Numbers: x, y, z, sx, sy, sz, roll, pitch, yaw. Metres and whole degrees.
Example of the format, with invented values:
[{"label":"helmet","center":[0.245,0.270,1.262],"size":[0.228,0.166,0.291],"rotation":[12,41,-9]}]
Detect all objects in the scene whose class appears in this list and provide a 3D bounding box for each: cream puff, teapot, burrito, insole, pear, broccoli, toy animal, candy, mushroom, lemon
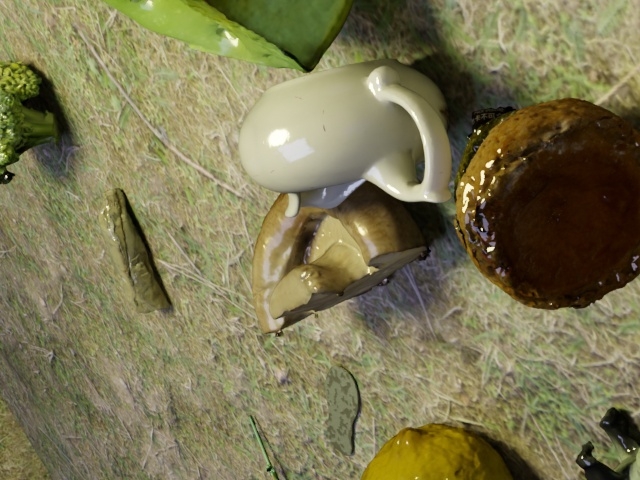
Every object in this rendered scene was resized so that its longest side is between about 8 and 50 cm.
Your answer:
[{"label":"cream puff","center":[0.184,-0.052,1.026],"size":[0.169,0.183,0.183],"rotation":[-118,10,-62]},{"label":"teapot","center":[0.028,-0.093,1.139],"size":[0.298,0.204,0.139],"rotation":[174,84,-68]},{"label":"burrito","center":[-0.307,0.020,1.920],"size":[0.063,0.058,0.230],"rotation":[18,134,52]},{"label":"insole","center":[0.030,0.239,1.681],"size":[0.065,0.006,0.193],"rotation":[37,146,30]},{"label":"pear","center":[-0.141,-0.330,1.147],"size":[0.342,0.239,0.318],"rotation":[29,180,-26]},{"label":"broccoli","center":[-0.507,-0.183,1.909],"size":[0.176,0.198,0.226],"rotation":[2,160,17]},{"label":"toy animal","center":[0.302,0.253,1.198],"size":[0.121,0.094,0.225],"rotation":[35,137,16]},{"label":"candy","center":[-0.082,0.367,1.945],"size":[0.055,0.049,0.185],"rotation":[-55,-56,-74]},{"label":"mushroom","center":[0.000,0.000,1.357],"size":[0.285,0.156,0.151],"rotation":[-35,77,49]},{"label":"lemon","center":[0.140,0.320,1.406],"size":[0.192,0.192,0.231],"rotation":[-2,110,57]}]
